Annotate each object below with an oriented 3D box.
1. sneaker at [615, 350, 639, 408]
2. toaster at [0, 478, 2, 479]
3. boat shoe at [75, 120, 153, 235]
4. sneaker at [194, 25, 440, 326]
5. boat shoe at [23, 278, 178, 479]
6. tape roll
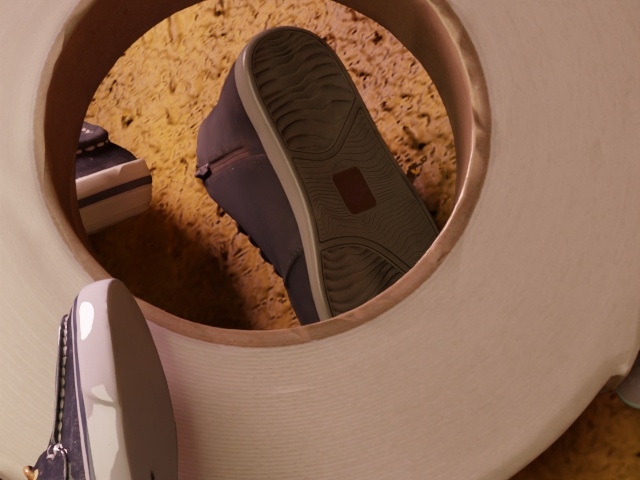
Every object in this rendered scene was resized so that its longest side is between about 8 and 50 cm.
[{"bbox_3d":[0.167,0.040,0.496,0.098,0.069,0.038,-36,56,20],"label":"sneaker"},{"bbox_3d":[-0.108,0.159,0.604,0.168,0.110,0.186,-47,72,12],"label":"toaster"},{"bbox_3d":[-0.313,-0.090,0.795,0.500,0.187,0.156,17,120,41],"label":"boat shoe"},{"bbox_3d":[0.000,0.000,0.635,0.118,0.083,0.222,-39,69,62],"label":"sneaker"},{"bbox_3d":[-0.100,0.108,0.428,0.083,0.065,0.183,-13,70,9],"label":"boat shoe"},{"bbox_3d":[-0.026,-0.045,0.535,0.392,0.072,0.392,0,75,0],"label":"tape roll"}]
